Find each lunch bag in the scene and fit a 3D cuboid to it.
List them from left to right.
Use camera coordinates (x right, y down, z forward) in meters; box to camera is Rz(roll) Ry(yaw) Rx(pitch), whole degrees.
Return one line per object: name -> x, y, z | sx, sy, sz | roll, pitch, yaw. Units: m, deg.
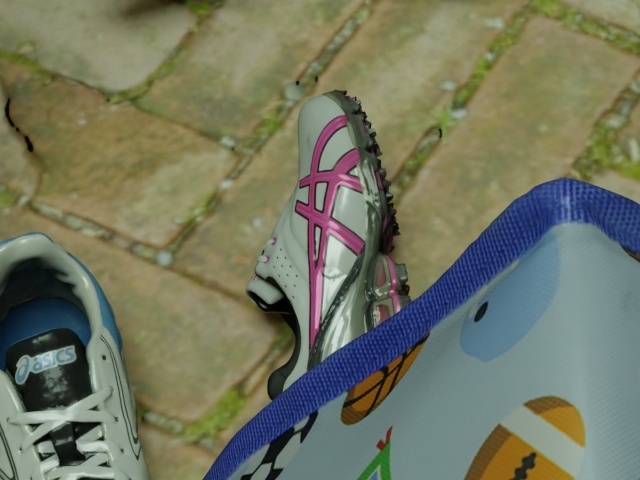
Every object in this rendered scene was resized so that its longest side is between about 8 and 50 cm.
lunch bag -> 0.051, 0.224, 0.632 | 0.239, 0.385, 0.328 | 23, 50, -25

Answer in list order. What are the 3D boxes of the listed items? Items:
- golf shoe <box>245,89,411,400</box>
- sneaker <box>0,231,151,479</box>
golf shoe -> 0.000, 0.000, 0.942 | 0.086, 0.067, 0.186 | -11, 54, 4
sneaker -> -0.123, 0.100, 0.883 | 0.085, 0.086, 0.237 | -19, 55, -6
